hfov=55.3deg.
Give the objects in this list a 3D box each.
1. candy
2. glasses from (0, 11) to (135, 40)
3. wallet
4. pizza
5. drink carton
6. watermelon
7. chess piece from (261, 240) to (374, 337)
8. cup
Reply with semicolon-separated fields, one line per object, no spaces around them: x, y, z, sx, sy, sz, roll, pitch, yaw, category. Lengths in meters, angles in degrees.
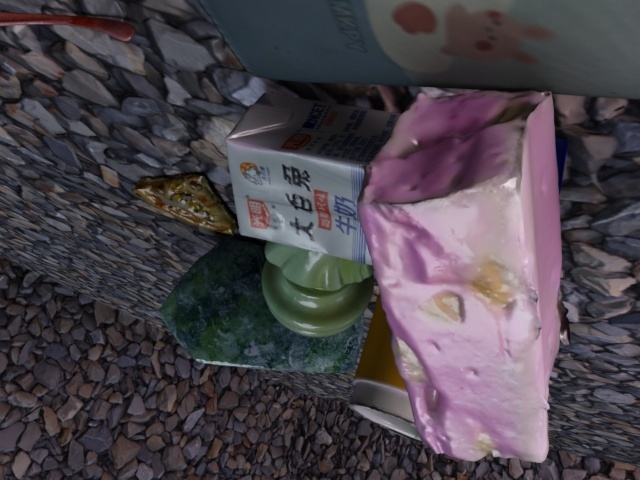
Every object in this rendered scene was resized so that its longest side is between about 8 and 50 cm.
0.121;0.031;0.464;0.115;0.156;0.265;4;129;28;candy
-0.309;-0.269;0.533;0.268;0.118;0.234;0;160;-6;glasses
0.067;-0.172;0.383;0.359;0.083;0.252;9;164;23;wallet
-0.199;-0.060;0.983;0.184;0.036;0.176;27;159;-23;pizza
0.067;-0.049;0.608;0.314;0.107;0.131;13;132;16;drink carton
-0.114;0.138;1.198;0.386;0.229;0.258;14;171;-13;watermelon
0.000;0.000;0.834;0.175;0.176;0.298;16;147;7;chess piece
0.143;0.090;0.720;0.196;0.280;0.196;22;161;8;cup
